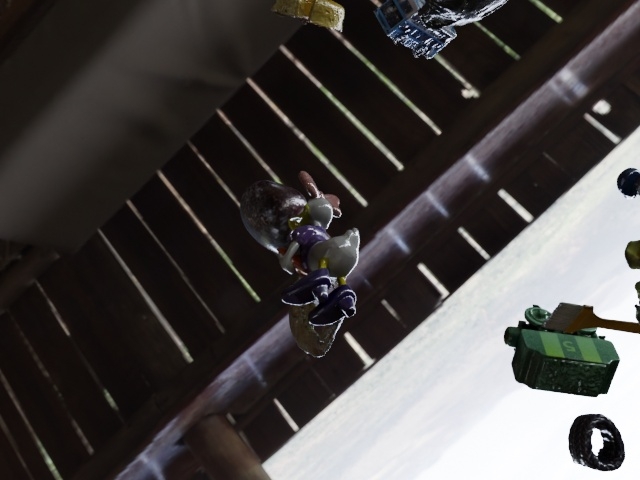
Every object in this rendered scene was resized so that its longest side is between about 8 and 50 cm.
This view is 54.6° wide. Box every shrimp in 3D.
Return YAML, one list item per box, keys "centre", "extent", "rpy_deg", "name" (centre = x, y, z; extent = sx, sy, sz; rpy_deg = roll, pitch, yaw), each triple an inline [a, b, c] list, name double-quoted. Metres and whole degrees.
- centre: [-0.002, 0.174, 1.676]
  extent: [0.085, 0.247, 0.360]
  rpy_deg: [1, 144, -29]
  name: "shrimp"

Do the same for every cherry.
- centre: [-0.151, -0.084, 2.176]
  extent: [0.218, 0.296, 0.255]
  rpy_deg: [-48, 155, -22]
  name: "cherry"

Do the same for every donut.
- centre: [-0.017, -0.552, 1.485]
  extent: [0.146, 0.181, 0.078]
  rpy_deg: [-7, 119, -47]
  name: "donut"

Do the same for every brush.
- centre: [0.629, 0.181, 1.346]
  extent: [0.272, 0.013, 0.103]
  rpy_deg: [9, 141, -4]
  name: "brush"

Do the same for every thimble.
- centre: [0.537, 0.391, 1.203]
  extent: [0.066, 0.095, 0.104]
  rpy_deg: [130, -21, -73]
  name: "thimble"

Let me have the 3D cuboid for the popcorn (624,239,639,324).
- centre: [0.686, 0.083, 1.207]
  extent: [0.198, 0.212, 0.198]
  rpy_deg: [-41, 172, -7]
  name: "popcorn"

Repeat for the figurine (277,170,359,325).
- centre: [-0.003, 0.006, 1.442]
  extent: [0.193, 0.421, 0.154]
  rpy_deg: [-42, 123, 16]
  name: "figurine"

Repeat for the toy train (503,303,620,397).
- centre: [0.673, 0.309, 1.738]
  extent: [0.238, 0.299, 0.167]
  rpy_deg: [-79, 174, -61]
  name: "toy train"

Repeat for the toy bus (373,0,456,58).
- centre: [0.288, -0.644, 1.861]
  extent: [0.131, 0.106, 0.297]
  rpy_deg: [-34, 162, 29]
  name: "toy bus"

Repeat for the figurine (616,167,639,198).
- centre: [0.782, -0.077, 1.303]
  extent: [0.284, 0.338, 0.205]
  rpy_deg: [-84, -175, -47]
  name: "figurine"

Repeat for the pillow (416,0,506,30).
- centre: [0.308, -0.484, 1.056]
  extent: [0.335, 0.093, 0.161]
  rpy_deg: [-40, 152, 23]
  name: "pillow"
